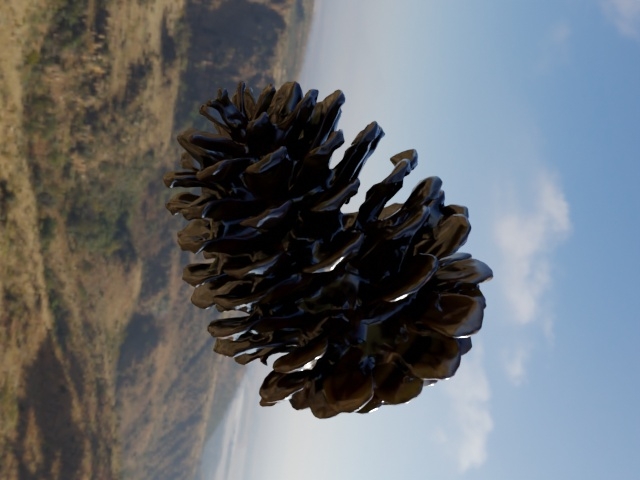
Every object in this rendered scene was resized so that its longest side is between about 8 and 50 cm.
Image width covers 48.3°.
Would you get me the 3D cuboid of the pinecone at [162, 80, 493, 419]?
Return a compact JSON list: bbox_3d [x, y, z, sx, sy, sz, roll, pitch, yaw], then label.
[{"bbox_3d":[-0.002,0.000,0.581,0.292,0.246,0.246,58,17,-21],"label":"pinecone"}]
